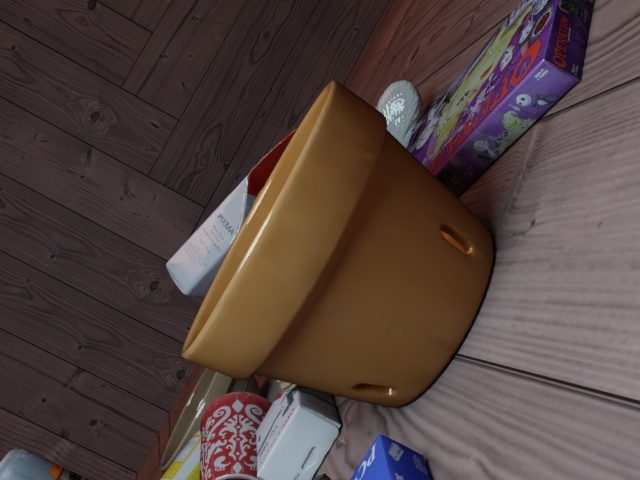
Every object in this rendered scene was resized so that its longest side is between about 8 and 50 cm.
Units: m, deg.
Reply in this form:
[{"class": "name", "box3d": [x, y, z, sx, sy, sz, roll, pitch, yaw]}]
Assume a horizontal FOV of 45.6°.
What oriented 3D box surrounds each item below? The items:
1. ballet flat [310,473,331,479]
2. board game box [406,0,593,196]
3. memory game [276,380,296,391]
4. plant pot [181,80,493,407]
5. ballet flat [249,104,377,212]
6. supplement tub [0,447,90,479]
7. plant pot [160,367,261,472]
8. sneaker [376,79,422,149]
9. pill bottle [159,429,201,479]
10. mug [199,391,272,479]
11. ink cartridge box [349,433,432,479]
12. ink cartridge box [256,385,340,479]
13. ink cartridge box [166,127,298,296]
[{"class": "ballet flat", "box3d": [-0.058, 0.327, 0.768, 0.250, 0.058, 0.084, -52, -24, 22]}, {"class": "board game box", "box3d": [0.186, -0.153, 0.893, 0.347, 0.056, 0.208, -50, 19, 52]}, {"class": "memory game", "box3d": [0.018, 0.114, 0.919, 0.186, 0.012, 0.186, -40, 7, 6]}, {"class": "plant pot", "box3d": [0.024, 0.026, 0.727, 0.291, 0.203, 0.291, -58, 9, 15]}, {"class": "ballet flat", "box3d": [0.007, -0.116, 1.345, 0.348, 0.123, 0.123, -42, 7, -5]}, {"class": "supplement tub", "box3d": [-0.398, 0.497, 1.227, 0.207, 0.337, 0.207, -59, 9, 14]}, {"class": "plant pot", "box3d": [-0.170, 0.301, 1.293, 0.237, 0.109, 0.237, -58, 8, 14]}, {"class": "sneaker", "box3d": [0.107, -0.150, 1.271, 0.237, 0.085, 0.086, -65, -19, 1]}, {"class": "pill bottle", "box3d": [-0.165, 0.342, 1.109, 0.184, 0.103, 0.103, -51, 0, -40]}, {"class": "mug", "box3d": [-0.097, 0.302, 0.987, 0.113, 0.150, 0.169, -24, 19, 4]}, {"class": "ink cartridge box", "box3d": [0.015, 0.258, 0.567, 0.207, 0.046, 0.097, -60, 10, 10]}, {"class": "ink cartridge box", "box3d": [-0.029, 0.223, 0.898, 0.099, 0.056, 0.135, -60, 8, 3]}, {"class": "ink cartridge box", "box3d": [-0.090, -0.032, 1.566, 0.385, 0.091, 0.308, -44, -23, 14]}]
